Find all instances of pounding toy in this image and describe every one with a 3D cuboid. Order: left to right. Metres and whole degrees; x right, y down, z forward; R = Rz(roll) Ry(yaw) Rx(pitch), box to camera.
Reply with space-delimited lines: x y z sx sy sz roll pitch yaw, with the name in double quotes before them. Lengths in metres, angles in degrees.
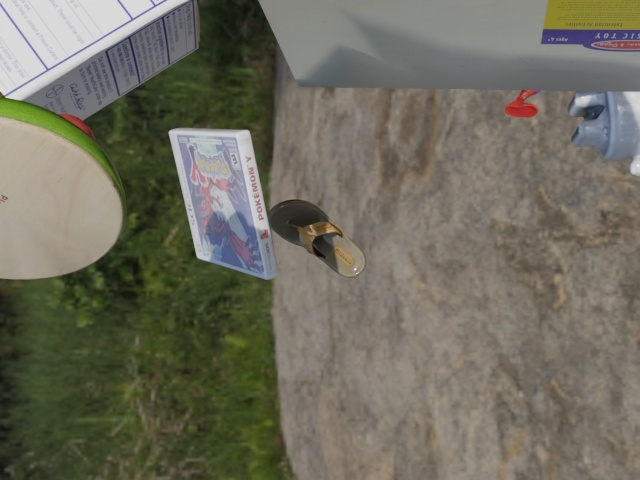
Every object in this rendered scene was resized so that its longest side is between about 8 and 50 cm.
"pounding toy" -0.262 -0.060 0.702 0.183 0.237 0.110 64 -161 -49

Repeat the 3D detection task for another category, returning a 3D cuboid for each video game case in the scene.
"video game case" -0.127 -0.052 1.165 0.201 0.023 0.183 12 117 56

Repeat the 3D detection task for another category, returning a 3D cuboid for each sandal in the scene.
"sandal" 0.000 0.000 1.406 0.072 0.180 0.049 -49 16 11

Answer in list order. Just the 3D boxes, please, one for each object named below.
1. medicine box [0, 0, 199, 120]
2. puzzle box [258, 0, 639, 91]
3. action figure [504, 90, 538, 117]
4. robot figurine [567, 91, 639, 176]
"medicine box" -0.335 -0.288 1.094 0.263 0.289 0.149 53 166 8
"puzzle box" 0.155 -0.206 0.789 0.272 0.409 0.052 59 -145 -73
"action figure" 0.370 -0.270 1.281 0.139 0.280 0.091 2 123 39
"robot figurine" 0.741 -0.285 2.038 0.200 0.353 0.300 44 -139 -83
